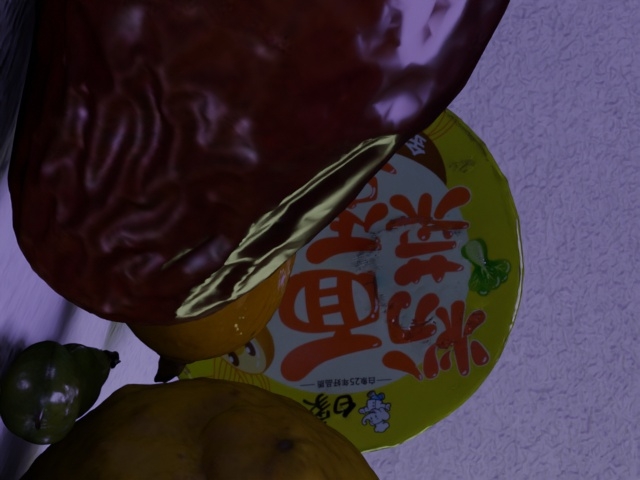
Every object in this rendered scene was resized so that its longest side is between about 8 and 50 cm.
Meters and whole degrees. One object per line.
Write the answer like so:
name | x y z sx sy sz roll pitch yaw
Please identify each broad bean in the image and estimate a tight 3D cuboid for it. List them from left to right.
broad bean | -0.147 0.082 1.028 0.256 0.053 0.052 105 -33 -88

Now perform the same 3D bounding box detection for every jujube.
jujube | -0.030 -0.082 0.726 0.255 0.190 0.190 -63 -177 29

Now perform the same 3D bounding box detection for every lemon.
lemon | -0.085 0.238 1.164 0.285 0.285 0.316 -70 160 -47

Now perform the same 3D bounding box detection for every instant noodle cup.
instant noodle cup | 0.000 0.000 1.527 0.221 0.311 0.311 -124 -127 -78

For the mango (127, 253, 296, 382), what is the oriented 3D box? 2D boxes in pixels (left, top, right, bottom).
mango | -0.060 -0.058 1.153 0.176 0.119 0.316 -44 150 -71
